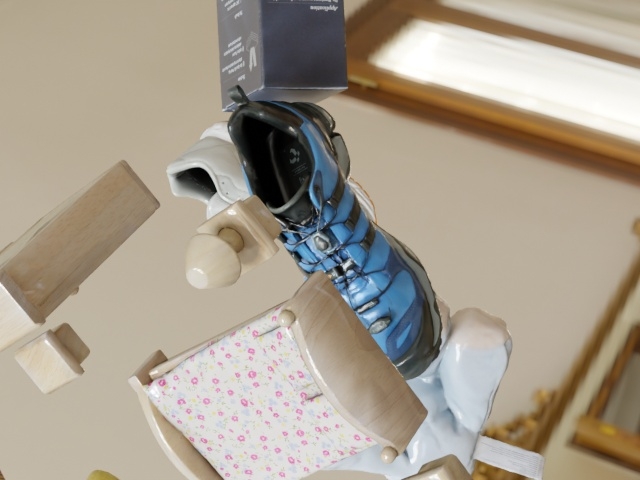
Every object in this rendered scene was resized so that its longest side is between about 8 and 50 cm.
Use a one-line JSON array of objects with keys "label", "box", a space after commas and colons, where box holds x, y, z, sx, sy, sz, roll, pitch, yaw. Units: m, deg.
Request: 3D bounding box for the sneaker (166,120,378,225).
[{"label": "sneaker", "box": [-0.060, -0.037, 1.688, 0.121, 0.262, 0.099, -38, -37, -42]}]

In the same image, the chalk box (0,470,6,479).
[{"label": "chalk box", "box": [-0.472, 0.302, 1.674, 0.180, 0.289, 0.179, 4, -54, -45]}]

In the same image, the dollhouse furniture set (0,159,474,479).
[{"label": "dollhouse furniture set", "box": [-0.118, 0.145, 1.105, 0.303, 0.355, 0.174, -29, 13, 39]}]

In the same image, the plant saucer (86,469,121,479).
[{"label": "plant saucer", "box": [-0.209, 0.474, 1.627, 0.332, 0.333, 0.081, -62, -19, 10]}]

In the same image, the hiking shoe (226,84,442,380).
[{"label": "hiking shoe", "box": [0.000, 0.000, 1.391, 0.113, 0.304, 0.132, -38, -21, 20]}]

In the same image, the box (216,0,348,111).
[{"label": "box", "box": [-0.042, -0.218, 1.523, 0.156, 0.093, 0.158, 170, 99, -71]}]

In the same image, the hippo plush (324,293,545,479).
[{"label": "hippo plush", "box": [0.091, 0.142, 1.627, 0.234, 0.294, 0.236, -57, 23, 10]}]
